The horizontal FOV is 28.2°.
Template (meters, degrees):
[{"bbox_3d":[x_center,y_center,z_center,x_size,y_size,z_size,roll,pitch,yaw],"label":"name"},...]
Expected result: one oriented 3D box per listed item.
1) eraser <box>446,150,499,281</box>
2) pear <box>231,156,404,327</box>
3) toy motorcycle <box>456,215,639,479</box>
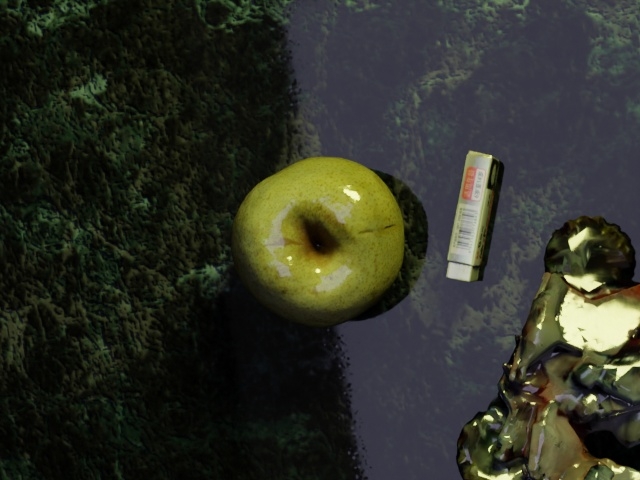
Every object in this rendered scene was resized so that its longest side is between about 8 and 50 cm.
[{"bbox_3d":[0.145,-0.022,1.211,0.029,0.052,0.122,11,92,16],"label":"eraser"},{"bbox_3d":[0.000,0.000,1.206,0.167,0.136,0.167,0,90,11],"label":"pear"},{"bbox_3d":[0.232,0.179,1.122,0.207,0.134,0.401,23,74,17],"label":"toy motorcycle"}]
